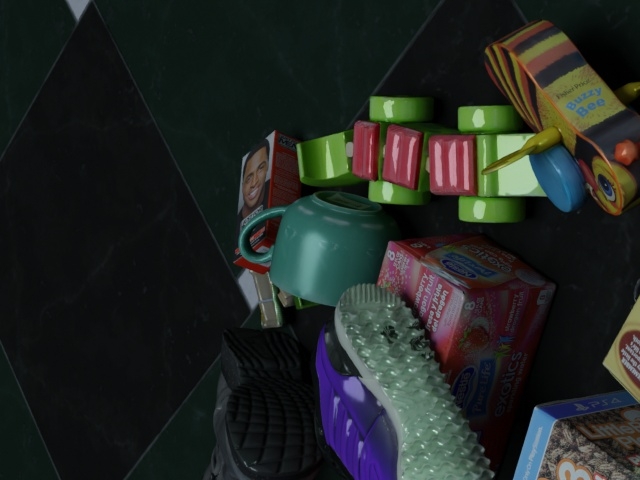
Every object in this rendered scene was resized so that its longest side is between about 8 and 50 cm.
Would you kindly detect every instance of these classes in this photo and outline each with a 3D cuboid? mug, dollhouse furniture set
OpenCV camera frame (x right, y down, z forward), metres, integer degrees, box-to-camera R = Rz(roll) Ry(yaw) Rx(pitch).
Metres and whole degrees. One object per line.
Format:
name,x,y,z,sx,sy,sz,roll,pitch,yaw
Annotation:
mug,0.007,0.003,1.970,0.129,0.158,0.097,-136,56,-64
dollhouse furniture set,-0.025,0.053,2.118,0.152,0.058,0.076,165,91,-70

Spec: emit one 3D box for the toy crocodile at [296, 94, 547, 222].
toy crocodile,0.111,-0.081,1.874,0.340,0.105,0.115,11,102,49

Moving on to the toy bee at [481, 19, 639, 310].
toy bee,0.256,-0.090,1.657,0.298,0.195,0.162,36,163,12

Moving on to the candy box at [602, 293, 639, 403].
candy box,0.372,-0.005,1.502,0.087,0.183,0.316,50,129,36

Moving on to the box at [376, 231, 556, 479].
box,0.117,0.131,1.870,0.122,0.128,0.257,37,121,42

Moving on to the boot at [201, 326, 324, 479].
boot,-0.064,0.254,2.055,0.338,0.118,0.222,-99,18,-70

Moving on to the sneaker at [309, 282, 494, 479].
sneaker,0.065,0.199,1.770,0.146,0.102,0.293,-49,52,46

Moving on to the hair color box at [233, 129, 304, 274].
hair color box,-0.056,-0.042,2.088,0.072,0.043,0.141,-38,39,45

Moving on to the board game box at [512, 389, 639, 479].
board game box,0.301,0.302,1.651,0.291,0.141,0.232,34,119,43
